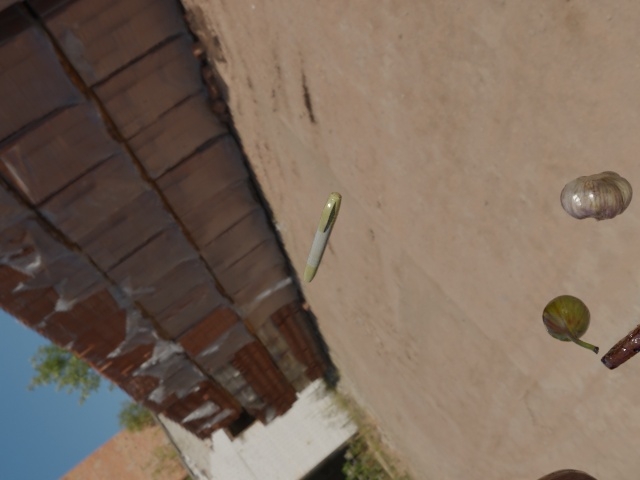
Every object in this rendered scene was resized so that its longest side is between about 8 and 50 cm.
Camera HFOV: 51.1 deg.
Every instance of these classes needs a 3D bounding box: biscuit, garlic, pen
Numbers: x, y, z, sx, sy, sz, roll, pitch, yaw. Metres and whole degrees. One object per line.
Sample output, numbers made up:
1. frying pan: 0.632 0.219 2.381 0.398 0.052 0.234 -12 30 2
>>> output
1. biscuit: 0.659 0.196 1.373 0.049 0.192 0.192 56 170 20
2. garlic: 0.598 -0.091 1.456 0.147 0.159 0.102 -1 104 35
3. pen: 0.000 0.000 1.351 0.032 0.040 0.233 31 128 16

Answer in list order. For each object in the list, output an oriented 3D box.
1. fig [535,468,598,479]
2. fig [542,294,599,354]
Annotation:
1. fig: 0.651 0.722 1.781 0.263 0.224 0.224 -9 126 33
2. fig: 0.642 0.228 1.701 0.124 0.124 0.236 57 -166 -19
